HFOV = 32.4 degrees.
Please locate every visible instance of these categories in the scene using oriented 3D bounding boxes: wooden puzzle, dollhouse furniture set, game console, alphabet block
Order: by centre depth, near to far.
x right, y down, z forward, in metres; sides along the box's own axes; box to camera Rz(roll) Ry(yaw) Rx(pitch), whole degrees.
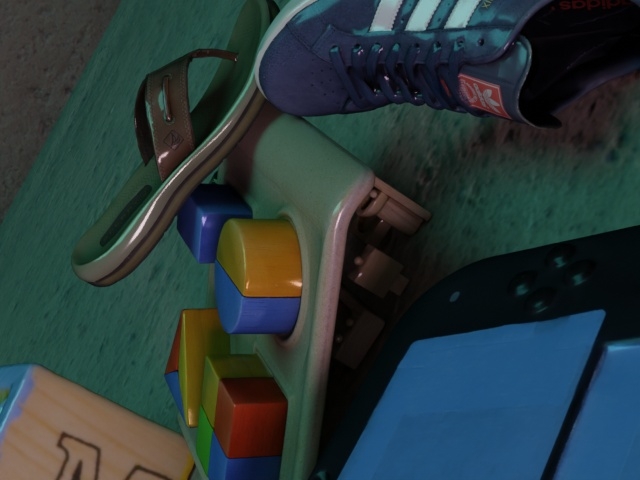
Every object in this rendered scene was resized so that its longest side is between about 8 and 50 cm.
[{"bbox_3d":[0.118,0.124,0.551,0.342,0.060,0.386,-20,28,45],"label":"game console"},{"bbox_3d":[-0.072,0.065,0.946,0.322,0.080,0.347,-134,52,-63],"label":"wooden puzzle"},{"bbox_3d":[0.000,0.000,0.970,0.151,0.123,0.144,-57,25,3],"label":"dollhouse furniture set"},{"bbox_3d":[-0.272,0.250,1.100,0.192,0.197,0.193,-12,51,58],"label":"alphabet block"}]

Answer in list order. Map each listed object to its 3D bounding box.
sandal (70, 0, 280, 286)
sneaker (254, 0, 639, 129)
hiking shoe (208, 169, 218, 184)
[{"bbox_3d":[-0.133,-0.097,0.969,0.303,0.086,0.120,-54,23,-5],"label":"sandal"},{"bbox_3d":[0.105,-0.140,0.831,0.350,0.131,0.148,-15,51,23],"label":"sneaker"},{"bbox_3d":[-0.083,-0.039,1.175,0.227,0.086,0.114,13,98,64],"label":"hiking shoe"}]
